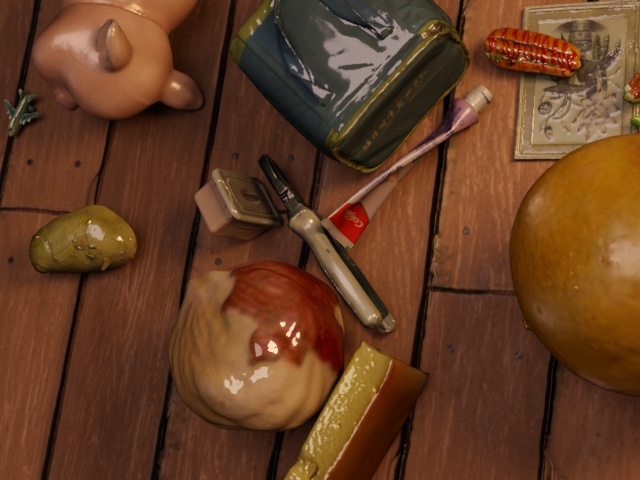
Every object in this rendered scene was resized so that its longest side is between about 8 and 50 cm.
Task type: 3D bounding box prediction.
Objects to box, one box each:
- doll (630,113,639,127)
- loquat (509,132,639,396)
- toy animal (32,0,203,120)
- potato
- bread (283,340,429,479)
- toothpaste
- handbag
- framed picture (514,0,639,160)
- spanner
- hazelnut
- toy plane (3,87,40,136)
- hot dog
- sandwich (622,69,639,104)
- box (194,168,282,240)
[{"bbox_3d":[0.472,-0.153,1.636,0.115,0.050,0.190,35,90,19],"label":"doll"},{"bbox_3d":[0.380,0.042,1.500,0.328,0.328,0.359,55,144,24],"label":"loquat"},{"bbox_3d":[-0.302,-0.338,1.936,0.326,0.237,0.269,-49,53,3],"label":"toy animal"},{"bbox_3d":[-0.373,0.004,1.941,0.188,0.085,0.105,-16,93,22],"label":"potato"},{"bbox_3d":[0.014,0.312,1.665,0.077,0.138,0.361,29,89,28],"label":"bread"},{"bbox_3d":[0.126,-0.108,1.750,0.301,0.075,0.048,-44,72,-2],"label":"toothpaste"},{"bbox_3d":[0.044,-0.262,1.754,0.263,0.222,0.241,-45,69,8],"label":"handbag"},{"bbox_3d":[0.358,-0.221,1.722,0.173,0.010,0.231,0,77,23],"label":"framed picture"},{"bbox_3d":[0.000,0.000,1.772,0.040,0.096,0.325,-40,66,11],"label":"spanner"},{"bbox_3d":[-0.092,0.142,1.693,0.261,0.261,0.241,-45,100,7],"label":"hazelnut"},{"bbox_3d":[-0.499,-0.211,2.075,0.080,0.033,0.083,21,93,25],"label":"toy plane"},{"bbox_3d":[0.294,-0.261,1.731,0.144,0.038,0.062,18,84,26],"label":"hot dog"},{"bbox_3d":[0.447,-0.230,1.653,0.135,0.067,0.029,-44,69,-5],"label":"sandwich"},{"bbox_3d":[-0.124,-0.049,1.829,0.062,0.122,0.089,-38,65,23],"label":"box"}]
